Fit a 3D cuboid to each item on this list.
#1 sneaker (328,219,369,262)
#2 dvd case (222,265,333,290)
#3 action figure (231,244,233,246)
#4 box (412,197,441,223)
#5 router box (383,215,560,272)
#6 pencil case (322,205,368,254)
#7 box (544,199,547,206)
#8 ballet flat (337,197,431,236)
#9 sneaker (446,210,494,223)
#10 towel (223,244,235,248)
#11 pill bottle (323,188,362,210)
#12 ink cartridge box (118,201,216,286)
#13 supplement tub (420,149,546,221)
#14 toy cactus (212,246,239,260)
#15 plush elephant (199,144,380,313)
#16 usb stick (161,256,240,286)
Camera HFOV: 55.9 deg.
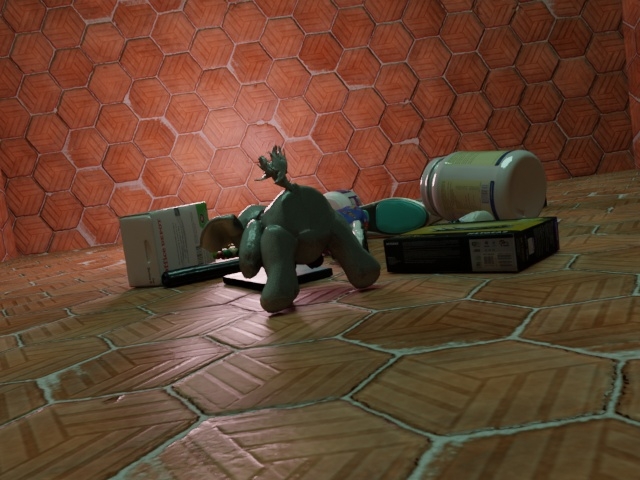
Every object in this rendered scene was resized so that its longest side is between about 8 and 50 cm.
[{"bbox_3d":[0.075,0.006,1.661,0.108,0.100,0.271,-13,6,4],"label":"sneaker"},{"bbox_3d":[-0.111,0.087,1.485,0.181,0.022,0.253,-12,7,-31],"label":"dvd case"},{"bbox_3d":[-0.484,-0.006,2.321,0.276,0.140,0.164,-10,-5,-3],"label":"action figure"},{"bbox_3d":[0.391,-0.112,2.334,0.113,0.094,0.275,-5,7,26],"label":"box"},{"bbox_3d":[0.335,0.009,1.340,0.309,0.080,0.243,-3,8,40],"label":"router box"},{"bbox_3d":[0.059,-0.032,1.921,0.120,0.133,0.306,27,18,14],"label":"pencil case"},{"bbox_3d":[0.707,-0.191,2.322,0.271,0.165,0.143,-9,5,-8],"label":"box"},{"bbox_3d":[0.206,-0.067,2.107,0.401,0.139,0.139,-6,6,28],"label":"ballet flat"},{"bbox_3d":[0.384,-0.020,1.625,0.237,0.085,0.086,-19,-15,-44],"label":"sneaker"},{"bbox_3d":[-0.332,0.022,2.422,0.237,0.021,0.102,-6,1,31],"label":"towel"},{"bbox_3d":[0.071,-0.130,2.588,0.170,0.169,0.301,-6,6,17],"label":"pill bottle"},{"bbox_3d":[-0.449,0.006,1.796,0.122,0.210,0.289,-5,7,23],"label":"ink cartridge box"},{"bbox_3d":[0.497,-0.161,1.866,0.236,0.235,0.325,-13,14,-37],"label":"supplement tub"},{"bbox_3d":[-0.267,0.030,1.945,0.219,0.112,0.181,-23,4,-37],"label":"toy cactus"},{"bbox_3d":[-0.091,0.001,1.258,0.272,0.329,0.255,-21,-6,-33],"label":"plush elephant"},{"bbox_3d":[-0.304,0.083,1.685,0.278,0.045,0.077,-11,0,-26],"label":"usb stick"}]
